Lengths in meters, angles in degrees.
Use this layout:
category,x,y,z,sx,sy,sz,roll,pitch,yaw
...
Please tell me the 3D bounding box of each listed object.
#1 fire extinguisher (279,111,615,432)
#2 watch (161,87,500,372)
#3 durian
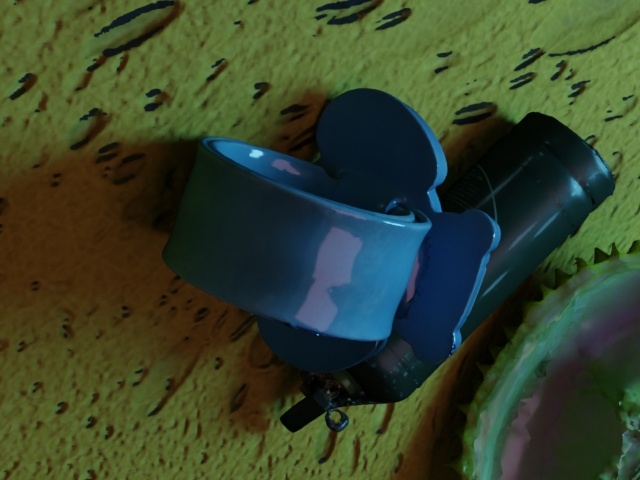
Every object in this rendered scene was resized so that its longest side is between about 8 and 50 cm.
category,x,y,z,sx,sy,sz,roll,pitch,yaw
fire extinguisher,0.088,0.036,1.259,0.311,0.114,0.095,-44,94,-10
watch,0.000,0.000,1.103,0.193,0.211,0.211,3,114,-57
durian,0.228,0.144,1.369,0.158,0.169,0.352,20,102,-43
